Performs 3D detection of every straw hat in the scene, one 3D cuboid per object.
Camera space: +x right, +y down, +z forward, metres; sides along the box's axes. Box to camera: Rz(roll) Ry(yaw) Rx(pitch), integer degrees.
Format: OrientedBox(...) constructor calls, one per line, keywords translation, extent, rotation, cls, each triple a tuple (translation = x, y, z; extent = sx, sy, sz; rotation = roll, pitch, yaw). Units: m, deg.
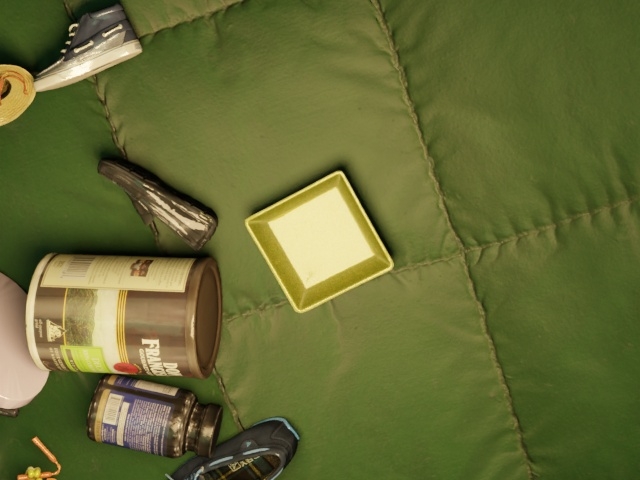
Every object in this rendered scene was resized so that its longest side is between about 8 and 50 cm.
OrientedBox(translation=(-0.545, -0.255, 1.538), extent=(0.144, 0.144, 0.061), rotation=(-38, 61, 16), cls="straw hat")

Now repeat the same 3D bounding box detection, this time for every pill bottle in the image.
OrientedBox(translation=(-0.289, 0.314, 1.650), extent=(0.219, 0.123, 0.123), rotation=(12, 108, 3), cls="pill bottle")

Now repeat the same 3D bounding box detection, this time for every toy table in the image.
OrientedBox(translation=(-0.580, 0.203, 1.606), extent=(0.252, 0.274, 0.161), rotation=(22, 124, -35), cls="toy table")

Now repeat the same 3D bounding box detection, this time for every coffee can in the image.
OrientedBox(translation=(-0.318, 0.123, 1.555), extent=(0.275, 0.201, 0.201), rotation=(2, 107, 7), cls="coffee can")

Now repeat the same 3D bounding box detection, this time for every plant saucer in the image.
OrientedBox(translation=(0.000, 0.000, 1.561), extent=(0.188, 0.045, 0.188), rotation=(-27, 101, 14), cls="plant saucer")

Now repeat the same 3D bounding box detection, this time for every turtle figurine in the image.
OrientedBox(translation=(-0.538, 0.509, 1.722), extent=(0.087, 0.217, 0.269), rotation=(8, 125, 44), cls="turtle figurine")

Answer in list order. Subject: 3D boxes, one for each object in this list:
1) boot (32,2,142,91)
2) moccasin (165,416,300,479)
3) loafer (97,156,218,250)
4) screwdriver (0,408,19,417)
OrientedBox(translation=(-0.387, -0.310, 1.510), extent=(0.190, 0.069, 0.086), rotation=(-21, 96, 4), cls="boot")
OrientedBox(translation=(-0.190, 0.436, 1.677), extent=(0.138, 0.117, 0.342), rotation=(44, 107, -7), cls="moccasin")
OrientedBox(translation=(-0.278, -0.061, 1.560), extent=(0.223, 0.076, 0.078), rotation=(32, 100, -7), cls="loafer")
OrientedBox(translation=(-0.642, 0.304, 1.746), extent=(0.170, 0.024, 0.025), rotation=(10, 136, 10), cls="screwdriver")
